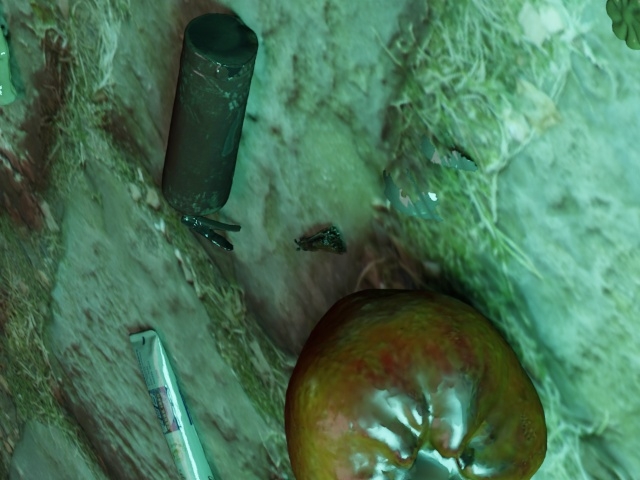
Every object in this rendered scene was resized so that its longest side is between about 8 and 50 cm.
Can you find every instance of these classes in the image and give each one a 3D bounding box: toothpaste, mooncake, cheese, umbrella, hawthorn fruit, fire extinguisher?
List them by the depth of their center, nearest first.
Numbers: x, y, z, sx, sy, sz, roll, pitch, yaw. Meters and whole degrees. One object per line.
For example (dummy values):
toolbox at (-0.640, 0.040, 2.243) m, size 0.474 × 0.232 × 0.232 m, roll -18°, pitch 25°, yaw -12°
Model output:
mooncake at (0.156, -0.107, 1.294) m, size 0.150 × 0.057 × 0.346 m, roll 63°, pitch 145°, yaw 29°
hawthorn fruit at (0.069, 0.136, 1.455) m, size 0.261 × 0.224 × 0.224 m, roll -123°, pitch 23°, yaw -61°
umbrella at (-0.001, 0.002, 1.629) m, size 0.031 × 0.020 × 0.083 m, roll 32°, pitch 158°, yaw -23°
fire extinguisher at (-0.105, -0.095, 1.674) m, size 0.089 × 0.072 × 0.267 m, roll 18°, pitch 136°, yaw 4°
toothpaste at (-0.169, 0.214, 2.011) m, size 0.060 × 0.038 × 0.233 m, roll -18°, pitch 92°, yaw 55°
cheese at (-0.402, -0.253, 2.032) m, size 0.065 × 0.043 × 0.194 m, roll 7°, pitch 115°, yaw 49°
